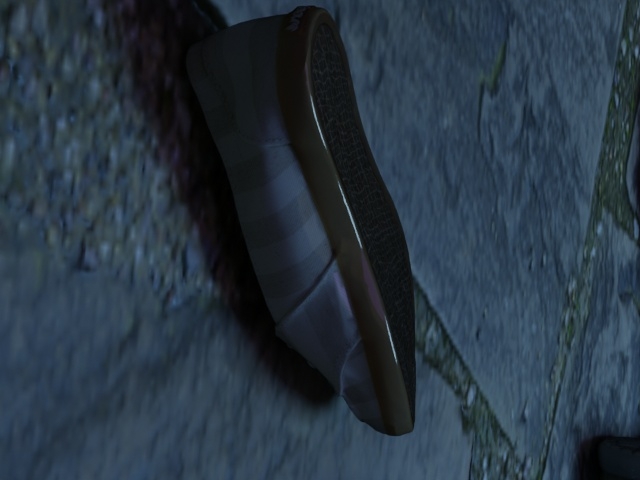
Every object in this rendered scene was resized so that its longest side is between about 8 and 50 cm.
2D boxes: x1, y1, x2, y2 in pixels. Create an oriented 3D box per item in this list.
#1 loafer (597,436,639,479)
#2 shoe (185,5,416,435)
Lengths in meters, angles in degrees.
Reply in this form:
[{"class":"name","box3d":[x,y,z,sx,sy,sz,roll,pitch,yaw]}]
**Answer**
[{"class":"loafer","box3d":[0.289,0.206,0.899,0.251,0.094,0.088,14,86,-45]},{"class":"shoe","box3d":[0.000,0.000,0.497,0.077,0.058,0.219,-74,152,-53]}]
